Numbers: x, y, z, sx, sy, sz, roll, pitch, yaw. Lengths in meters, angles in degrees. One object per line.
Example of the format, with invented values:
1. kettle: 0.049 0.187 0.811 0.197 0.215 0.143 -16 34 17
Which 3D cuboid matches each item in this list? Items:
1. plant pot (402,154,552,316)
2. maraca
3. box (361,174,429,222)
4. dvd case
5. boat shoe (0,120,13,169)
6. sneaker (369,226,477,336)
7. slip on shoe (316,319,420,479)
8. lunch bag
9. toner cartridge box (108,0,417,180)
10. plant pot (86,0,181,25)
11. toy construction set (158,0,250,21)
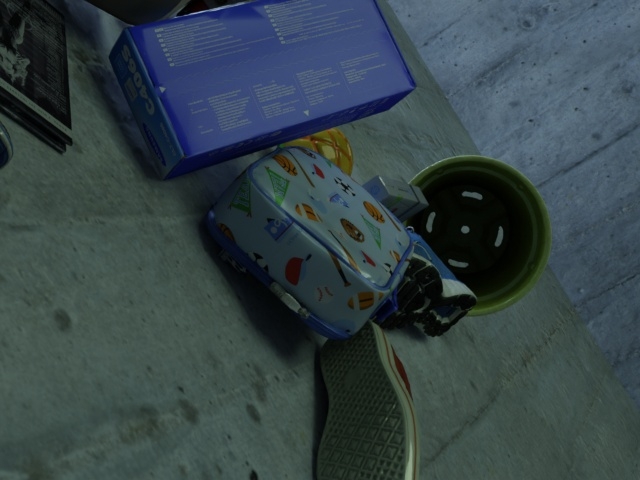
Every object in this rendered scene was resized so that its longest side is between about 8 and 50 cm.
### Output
1. plant pot: 0.267 -0.015 1.783 0.276 0.276 0.254 57 7 0
2. maraca: -0.018 -0.108 1.433 0.127 0.099 0.185 49 46 -7
3. box: 0.067 -0.036 1.442 0.038 0.145 0.186 61 19 15
4. dvd case: -0.314 -0.205 0.966 0.164 0.018 0.221 40 25 -44
5. boat shoe: -0.314 -0.130 0.771 0.183 0.066 0.066 46 20 -29
6. sneaker: 0.118 0.053 1.506 0.147 0.130 0.330 51 11 29
7. slip on shoe: 0.063 0.214 1.093 0.101 0.123 0.331 53 14 -24
8. lunch bag: 0.000 0.000 1.203 0.243 0.115 0.303 42 20 1
9. toner cartridge box: -0.061 -0.203 1.179 0.348 0.075 0.165 -21 82 -32
10. plant pot: -0.284 -0.401 1.062 0.274 0.256 0.256 13 45 -42
11. toy construction set: -0.140 -0.375 1.327 0.308 0.237 0.257 59 19 7
